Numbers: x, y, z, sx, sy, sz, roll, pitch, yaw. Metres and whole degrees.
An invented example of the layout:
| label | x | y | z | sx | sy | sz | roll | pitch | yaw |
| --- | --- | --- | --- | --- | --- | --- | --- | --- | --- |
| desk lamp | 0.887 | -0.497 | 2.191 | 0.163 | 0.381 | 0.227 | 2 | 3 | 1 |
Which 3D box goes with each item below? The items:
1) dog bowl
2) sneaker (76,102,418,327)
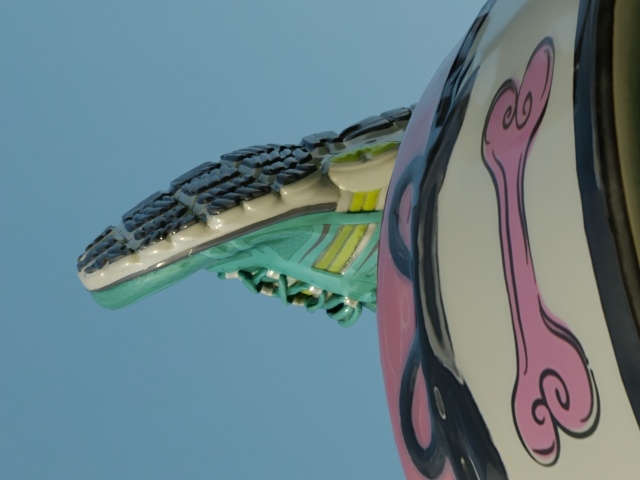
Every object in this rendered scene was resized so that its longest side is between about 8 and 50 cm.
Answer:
| label | x | y | z | sx | sy | sz | roll | pitch | yaw |
| --- | --- | --- | --- | --- | --- | --- | --- | --- | --- |
| dog bowl | 0.193 | 0.037 | 0.683 | 0.408 | 0.150 | 0.408 | 17 | -120 | -33 |
| sneaker | 0.000 | 0.000 | 1.123 | 0.107 | 0.275 | 0.110 | -127 | 24 | -72 |
